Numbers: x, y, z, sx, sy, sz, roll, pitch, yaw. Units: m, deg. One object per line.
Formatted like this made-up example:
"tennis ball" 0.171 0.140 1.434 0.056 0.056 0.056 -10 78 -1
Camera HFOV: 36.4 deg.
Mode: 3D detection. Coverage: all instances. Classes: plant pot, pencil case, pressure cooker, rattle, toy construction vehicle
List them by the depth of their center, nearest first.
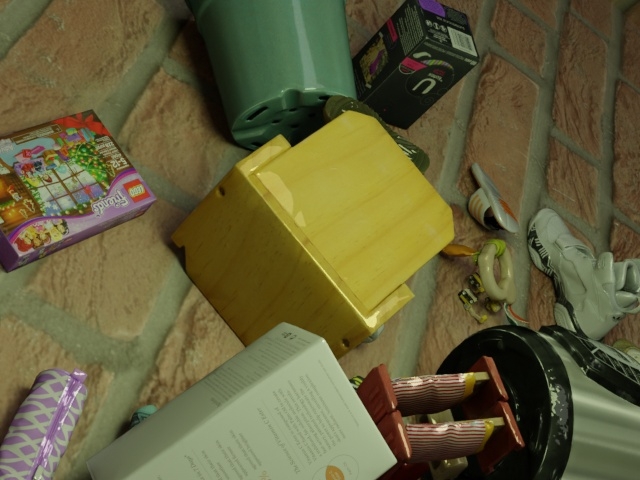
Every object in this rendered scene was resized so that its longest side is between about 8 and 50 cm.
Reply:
"pencil case" -0.387 0.275 1.335 0.086 0.088 0.206 31 43 -21
"pressure cooker" 0.435 0.361 1.756 0.420 0.375 0.370 19 64 -29
"plant pot" -0.082 -0.376 1.924 0.341 0.341 0.334 4 65 -38
"rattle" 0.349 0.101 2.078 0.130 0.142 0.200 -69 141 -57
"toy construction vehicle" 0.337 0.125 2.093 0.098 0.035 0.086 50 40 13

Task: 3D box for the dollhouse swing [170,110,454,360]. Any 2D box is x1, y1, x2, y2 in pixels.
"dollhouse swing" 0.000 0.000 1.701 0.347 0.315 0.305 50 39 2

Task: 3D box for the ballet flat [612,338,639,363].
"ballet flat" 0.700 0.330 2.177 0.123 0.123 0.348 42 42 -6

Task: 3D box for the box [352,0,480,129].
"box" 0.201 -0.396 2.189 0.165 0.270 0.143 13 52 -32

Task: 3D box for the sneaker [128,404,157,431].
"sneaker" -0.161 0.313 1.481 0.283 0.110 0.122 18 46 -29

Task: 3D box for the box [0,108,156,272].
"box" -0.437 -0.090 1.589 0.201 0.057 0.293 54 42 6

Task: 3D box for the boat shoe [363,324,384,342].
"boat shoe" 0.003 0.043 1.807 0.335 0.121 0.119 45 45 -1

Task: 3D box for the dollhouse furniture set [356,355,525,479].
"dollhouse furniture set" 0.136 0.333 1.537 0.201 0.374 0.152 -2 58 -21

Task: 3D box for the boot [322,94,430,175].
"boot" 0.057 -0.122 1.871 0.236 0.269 0.089 39 51 0

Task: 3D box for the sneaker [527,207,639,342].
"sneaker" 0.618 0.052 2.244 0.137 0.210 0.366 11 53 -34

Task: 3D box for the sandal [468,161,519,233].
"sandal" 0.385 -0.082 2.264 0.102 0.076 0.265 41 19 -29

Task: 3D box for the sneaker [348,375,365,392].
"sneaker" 0.060 0.262 1.763 0.083 0.031 0.035 16 37 -36

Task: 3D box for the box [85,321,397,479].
"box" -0.109 0.303 1.331 0.345 0.168 0.215 -34 105 -16
